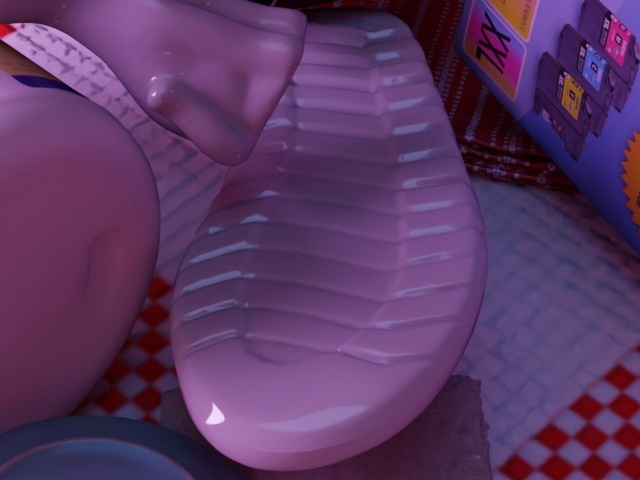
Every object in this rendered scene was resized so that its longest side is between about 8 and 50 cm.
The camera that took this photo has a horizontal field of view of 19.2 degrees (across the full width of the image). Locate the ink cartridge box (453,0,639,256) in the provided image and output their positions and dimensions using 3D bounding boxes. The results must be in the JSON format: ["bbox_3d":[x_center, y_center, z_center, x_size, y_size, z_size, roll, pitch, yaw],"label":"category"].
[{"bbox_3d":[0.265,-0.095,1.072,0.151,0.270,0.395,-25,57,-26],"label":"ink cartridge box"}]

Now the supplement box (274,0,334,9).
[{"bbox_3d":[-0.007,-0.193,1.257,0.239,0.073,0.130,-12,9,-12],"label":"supplement box"}]

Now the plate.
[{"bbox_3d":[-0.114,0.153,0.947,0.188,0.024,0.188,4,43,-4],"label":"plate"}]

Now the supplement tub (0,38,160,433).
[{"bbox_3d":[-0.279,-0.038,1.066,0.331,0.241,0.241,34,55,30],"label":"supplement tub"}]

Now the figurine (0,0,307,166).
[{"bbox_3d":[-0.116,-0.159,1.064,0.209,0.092,0.215,23,38,-16],"label":"figurine"}]

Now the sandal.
[{"bbox_3d":[0.015,0.000,1.107,0.169,0.102,0.416,-1,38,7],"label":"sandal"}]

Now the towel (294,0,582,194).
[{"bbox_3d":[0.077,-0.128,1.298,0.275,0.031,0.199,12,46,12],"label":"towel"}]

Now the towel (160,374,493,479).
[{"bbox_3d":[0.010,0.183,0.982,0.187,0.049,0.282,-2,44,-3],"label":"towel"}]
